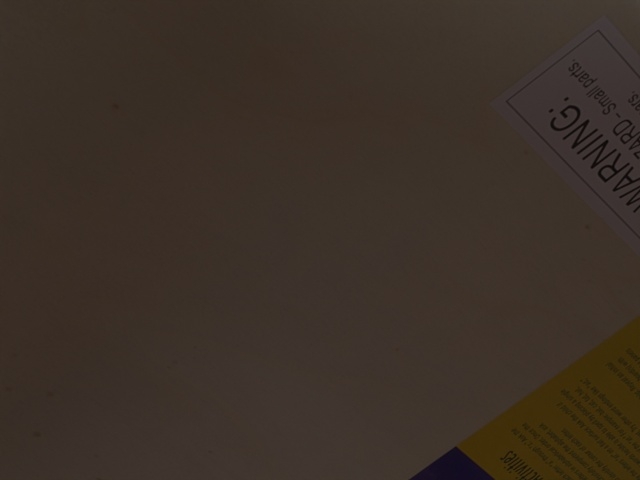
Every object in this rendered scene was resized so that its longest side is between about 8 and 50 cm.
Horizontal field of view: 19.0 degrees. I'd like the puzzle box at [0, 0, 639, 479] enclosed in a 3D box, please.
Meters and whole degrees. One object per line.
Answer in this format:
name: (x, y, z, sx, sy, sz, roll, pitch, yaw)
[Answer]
puzzle box: (0.016, 0.032, 0.613, 0.272, 0.052, 0.409, -37, -48, 12)
